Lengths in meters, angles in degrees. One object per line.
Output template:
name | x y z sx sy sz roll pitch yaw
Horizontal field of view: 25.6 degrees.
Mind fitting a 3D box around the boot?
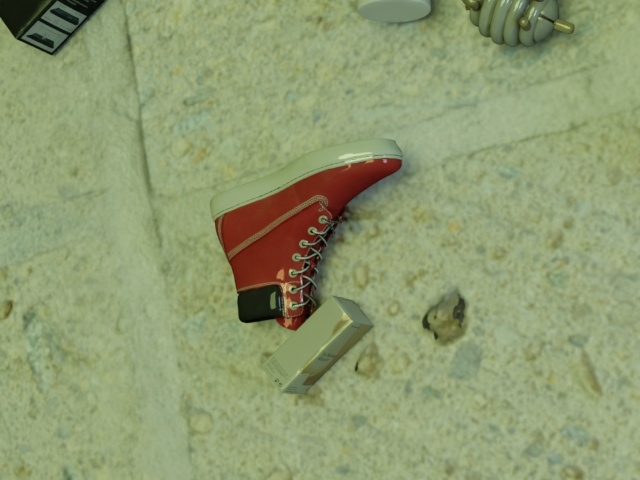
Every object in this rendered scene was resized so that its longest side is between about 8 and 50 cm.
boot | 0.000 0.000 1.536 0.244 0.088 0.176 -24 72 29

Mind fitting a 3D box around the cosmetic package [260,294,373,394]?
cosmetic package | -0.003 0.115 1.530 0.115 0.060 0.041 -46 67 14

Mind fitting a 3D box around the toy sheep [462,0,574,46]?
toy sheep | 0.204 -0.243 1.474 0.132 0.091 0.091 30 95 17

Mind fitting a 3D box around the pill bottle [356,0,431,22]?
pill bottle | 0.080 -0.337 1.538 0.108 0.108 0.180 -5 80 25

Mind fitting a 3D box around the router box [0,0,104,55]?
router box | -0.355 -0.428 1.779 0.243 0.081 0.309 -43 66 13
